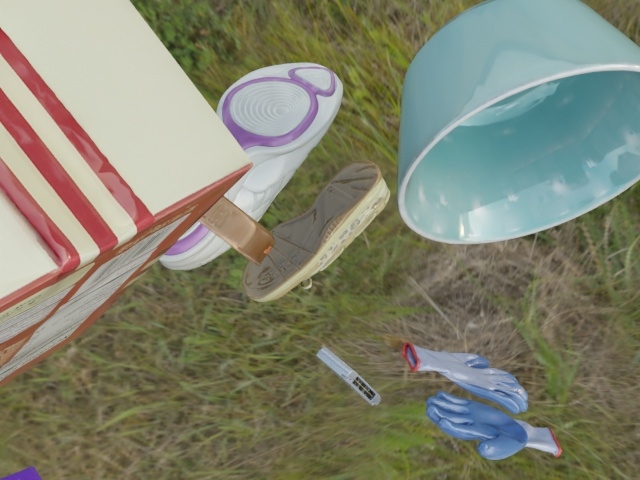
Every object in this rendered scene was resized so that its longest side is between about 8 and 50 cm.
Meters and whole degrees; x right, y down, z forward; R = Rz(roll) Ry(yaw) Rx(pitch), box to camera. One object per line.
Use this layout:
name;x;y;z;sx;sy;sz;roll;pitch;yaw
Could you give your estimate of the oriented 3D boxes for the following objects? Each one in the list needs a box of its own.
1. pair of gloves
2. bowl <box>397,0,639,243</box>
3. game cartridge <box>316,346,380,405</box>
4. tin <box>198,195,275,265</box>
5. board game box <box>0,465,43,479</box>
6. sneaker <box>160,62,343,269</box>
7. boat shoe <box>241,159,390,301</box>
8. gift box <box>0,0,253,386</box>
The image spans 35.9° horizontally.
pair of gloves;0.172;0.176;1.067;0.159;0.198;0.023;18;112;-16
bowl;0.209;-0.144;1.051;0.311;0.311;0.163;-19;63;5
game cartridge;0.029;0.143;1.050;0.056;0.083;0.017;31;78;38
tin;-0.123;-0.045;0.930;0.189;0.106;0.040;38;92;0
board game box;-0.340;0.485;0.870;0.356;0.356;0.357;-18;112;-27
sneaker;-0.093;-0.088;1.165;0.114;0.152;0.305;41;79;13
boat shoe;0.000;0.000;1.548;0.285;0.089;0.104;-42;50;-3
gift box;-0.210;-0.061;0.484;0.258;0.255;0.276;52;128;2
